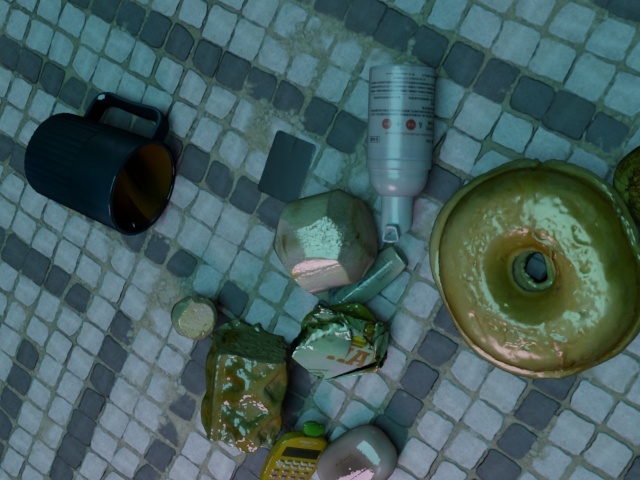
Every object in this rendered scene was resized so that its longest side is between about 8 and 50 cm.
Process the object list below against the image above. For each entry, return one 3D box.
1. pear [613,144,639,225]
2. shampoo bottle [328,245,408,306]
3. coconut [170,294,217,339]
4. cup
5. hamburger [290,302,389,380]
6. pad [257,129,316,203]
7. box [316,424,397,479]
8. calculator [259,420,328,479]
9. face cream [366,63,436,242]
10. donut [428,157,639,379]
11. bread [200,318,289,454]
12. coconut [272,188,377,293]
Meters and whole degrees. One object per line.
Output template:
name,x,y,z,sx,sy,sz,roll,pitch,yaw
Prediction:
pear,0.646,-0.106,1.368,0.197,0.197,0.197,2,96,22
shampoo bottle,0.108,0.096,1.691,0.212,0.049,0.072,-42,81,21
coconut,-0.314,0.192,1.841,0.116,0.122,0.116,1,84,-15
cup,-0.542,-0.201,1.824,0.292,0.242,0.308,20,105,21
hamburger,0.039,0.212,1.664,0.214,0.125,0.235,-26,119,20
pad,-0.082,-0.173,1.766,0.112,0.003,0.157,25,104,18
box,0.084,0.520,1.724,0.200,0.088,0.146,-40,79,22
calculator,-0.061,0.521,1.766,0.235,0.146,0.032,-62,34,17
face cream,0.168,-0.184,1.587,0.145,0.145,0.370,6,98,22
donut,0.425,0.059,1.465,0.449,0.198,0.449,5,101,28
bread,-0.179,0.350,1.764,0.196,0.238,0.252,8,106,-20
coconut,0.001,0.004,1.641,0.241,0.241,0.241,2,96,22
